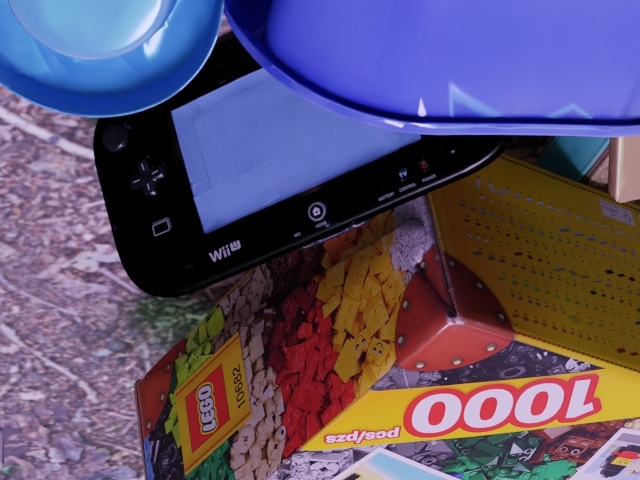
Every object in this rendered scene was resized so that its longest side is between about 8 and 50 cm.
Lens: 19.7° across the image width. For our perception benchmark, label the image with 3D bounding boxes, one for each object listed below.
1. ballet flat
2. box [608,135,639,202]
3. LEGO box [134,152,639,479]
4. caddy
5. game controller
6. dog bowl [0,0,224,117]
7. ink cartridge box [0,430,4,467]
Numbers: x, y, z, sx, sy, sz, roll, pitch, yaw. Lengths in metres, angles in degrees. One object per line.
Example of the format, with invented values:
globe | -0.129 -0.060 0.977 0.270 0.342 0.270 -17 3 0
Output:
ballet flat | 0.242 -0.108 1.415 0.067 0.073 0.206 -15 158 -41
box | 0.285 -0.133 1.320 0.164 0.021 0.201 -12 123 -14
LEGO box | 0.161 0.147 1.508 0.500 0.193 0.372 18 134 -33
caddy | 0.110 -0.176 1.134 0.341 0.241 0.179 0 139 -10
game controller | -0.015 -0.079 1.307 0.319 0.166 0.067 -23 152 20
dog bowl | -0.121 -0.220 1.078 0.166 0.074 0.297 13 116 -4
ink cartridge box | -0.438 0.173 1.675 0.223 0.045 0.224 -19 142 15
